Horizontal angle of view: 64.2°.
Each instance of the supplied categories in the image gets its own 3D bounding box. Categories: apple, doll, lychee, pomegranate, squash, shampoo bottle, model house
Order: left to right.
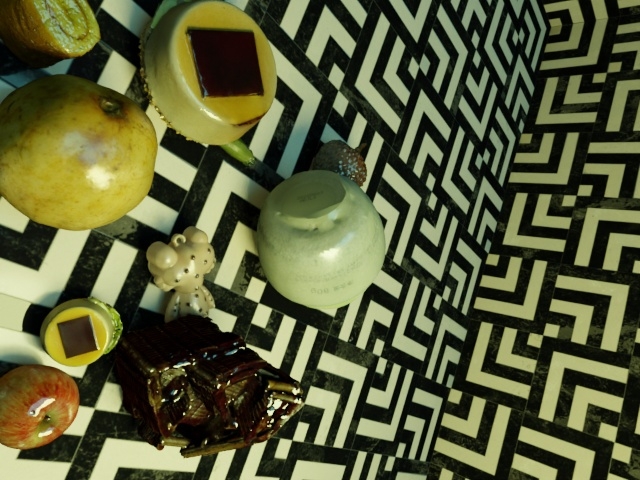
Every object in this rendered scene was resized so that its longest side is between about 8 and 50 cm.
[{"bbox_3d":[-0.509,0.288,0.896,0.146,0.130,0.147,-32,134,-41],"label":"apple"},{"bbox_3d":[-0.411,-0.141,0.854,0.260,0.260,0.261,-11,105,-48],"label":"pomegranate"},{"bbox_3d":[-0.301,0.111,1.128,0.154,0.119,0.278,-16,118,-46],"label":"doll"},{"bbox_3d":[-0.260,0.305,1.014,0.297,0.317,0.282,-56,137,-12],"label":"model house"},{"bbox_3d":[-0.217,-0.232,1.201,0.183,0.052,0.052,36,70,-45],"label":"squash"},{"bbox_3d":[0.000,0.000,1.273,0.323,0.322,0.317,-59,157,-24],"label":"shampoo bottle"},{"bbox_3d":[0.061,-0.210,1.439,0.197,0.165,0.165,-46,134,0],"label":"lychee"}]

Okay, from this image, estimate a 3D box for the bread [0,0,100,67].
[{"bbox_3d":[-0.446,-0.353,0.823,0.103,0.172,0.132,-49,129,-35],"label":"bread"}]

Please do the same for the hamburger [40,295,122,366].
[{"bbox_3d":[-0.452,0.172,0.967,0.141,0.081,0.127,-31,105,-18],"label":"hamburger"}]

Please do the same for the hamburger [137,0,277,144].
[{"bbox_3d":[-0.230,-0.347,1.061,0.301,0.170,0.302,1,89,-45],"label":"hamburger"}]
